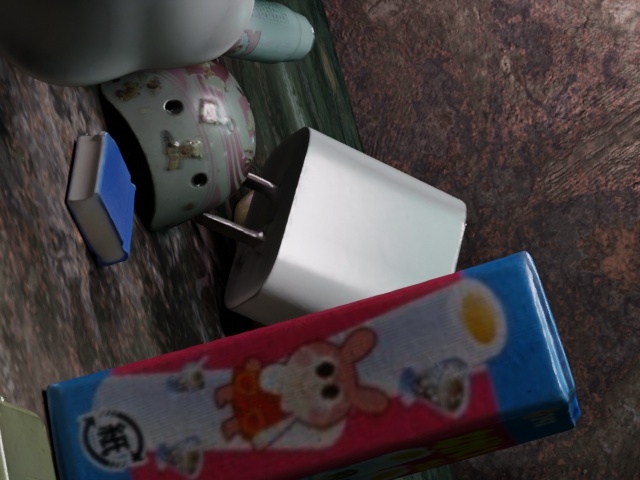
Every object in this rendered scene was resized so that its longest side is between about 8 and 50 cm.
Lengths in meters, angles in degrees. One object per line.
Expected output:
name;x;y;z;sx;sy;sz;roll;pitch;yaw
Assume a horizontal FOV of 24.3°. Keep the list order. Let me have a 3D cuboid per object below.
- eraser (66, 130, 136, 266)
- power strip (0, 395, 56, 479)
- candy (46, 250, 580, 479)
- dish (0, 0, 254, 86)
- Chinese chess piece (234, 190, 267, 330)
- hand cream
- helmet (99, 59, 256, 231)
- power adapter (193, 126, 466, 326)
eraser;-0.157;-0.032;1.079;0.084;0.027;0.063;-94;165;-53
power strip;-0.151;0.165;0.757;0.076;0.028;0.168;54;21;-70
candy;0.003;0.104;0.928;0.157;0.306;0.100;49;27;-72
dish;-0.126;-0.206;0.871;0.081;0.229;0.229;138;-60;-70
Chinese chess piece;-0.012;0.055;1.646;0.257;0.104;0.257;-14;90;-82
hand cream;-0.082;-0.186;1.258;0.058;0.085;0.331;-70;164;8
helmet;-0.108;-0.099;1.267;0.177;0.107;0.153;-79;150;-71
power adapter;0.000;0.000;1.454;0.124;0.255;0.187;-30;-141;57
